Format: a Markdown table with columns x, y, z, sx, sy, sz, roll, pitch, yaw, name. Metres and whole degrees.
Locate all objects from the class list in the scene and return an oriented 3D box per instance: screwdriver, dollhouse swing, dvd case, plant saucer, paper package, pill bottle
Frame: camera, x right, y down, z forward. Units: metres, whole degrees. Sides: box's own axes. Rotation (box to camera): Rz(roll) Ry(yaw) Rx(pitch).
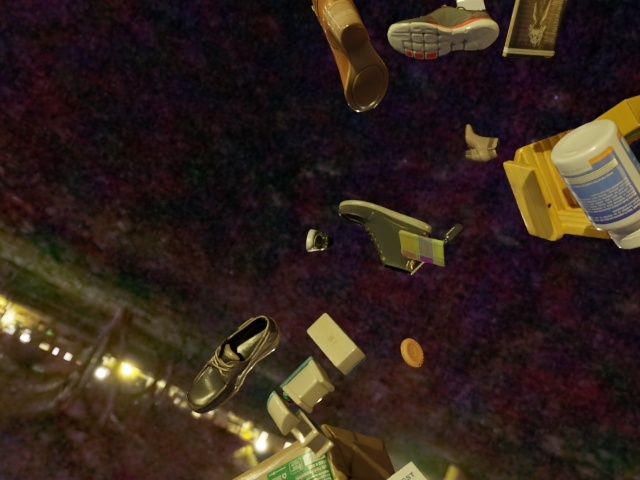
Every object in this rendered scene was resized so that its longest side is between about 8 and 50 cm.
| x | y | z | sx | sy | sz | roll | pitch | yaw | name |
| --- | --- | --- | --- | --- | --- | --- | --- | --- | --- |
| 0.242 | 0.018 | 1.544 | 0.025 | 0.170 | 0.024 | 39 | 154 | 31 | screwdriver |
| 0.772 | -0.173 | 2.040 | 0.315 | 0.347 | 0.305 | 69 | 159 | 0 | dollhouse swing |
| 0.544 | -0.564 | 1.821 | 0.164 | 0.221 | 0.018 | -5 | -153 | -29 | dvd case |
| 0.256 | 0.309 | 2.018 | 0.083 | 0.083 | 0.013 | 32 | 135 | -24 | plant saucer |
| -0.015 | 0.585 | 1.672 | 0.325 | 0.168 | 0.309 | -34 | 145 | 18 | paper package |
| 0.638 | -0.117 | 1.611 | 0.272 | 0.152 | 0.152 | 52 | 155 | -18 | pill bottle |

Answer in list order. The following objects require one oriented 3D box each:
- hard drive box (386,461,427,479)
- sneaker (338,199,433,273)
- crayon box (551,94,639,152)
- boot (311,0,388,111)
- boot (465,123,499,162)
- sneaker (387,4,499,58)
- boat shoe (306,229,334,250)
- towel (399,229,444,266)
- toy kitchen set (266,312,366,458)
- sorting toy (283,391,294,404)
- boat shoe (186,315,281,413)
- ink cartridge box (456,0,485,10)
| x | y | z | sx | sy | sz | roll | pitch | yaw | name |
| --- | --- | --- | --- | --- | --- | --- | --- | --- | --- |
| 0.163 | 0.536 | 1.262 | 0.232 | 0.181 | 0.089 | 44 | 159 | 39 | hard drive box |
| 0.124 | -0.010 | 1.607 | 0.222 | 0.118 | 0.083 | 19 | 171 | 25 | sneaker |
| 0.790 | -0.298 | 1.917 | 0.318 | 0.202 | 0.081 | -39 | 73 | 54 | crayon box |
| 0.052 | -0.447 | 1.656 | 0.220 | 0.109 | 0.283 | 65 | -175 | 37 | boot |
| 0.431 | -0.261 | 1.948 | 0.087 | 0.118 | 0.042 | -6 | 161 | 26 | boot |
| 0.172 | -0.304 | 1.050 | 0.158 | 0.065 | 0.061 | -2 | 144 | -5 | sneaker |
| 0.000 | 0.000 | 1.682 | 0.040 | 0.049 | 0.142 | 7 | -176 | 13 | boat shoe |
| 0.171 | 0.012 | 1.236 | 0.083 | 0.009 | 0.060 | 15 | 138 | 28 | towel |
| 0.005 | 0.279 | 1.392 | 0.166 | 0.207 | 0.122 | 48 | 178 | -40 | toy kitchen set |
| -0.074 | 0.437 | 2.022 | 0.061 | 0.042 | 0.102 | 31 | 144 | -21 | sorting toy |
| -0.267 | 0.347 | 2.145 | 0.132 | 0.355 | 0.130 | 33 | 161 | 24 | boat shoe |
| 0.311 | -0.448 | 1.482 | 0.052 | 0.088 | 0.122 | -16 | -170 | 13 | ink cartridge box |
